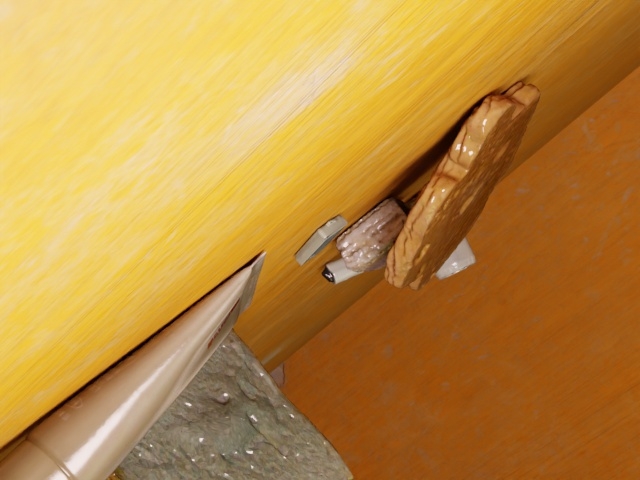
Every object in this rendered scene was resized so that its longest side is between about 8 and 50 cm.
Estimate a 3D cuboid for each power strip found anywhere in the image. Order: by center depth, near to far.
[{"bbox_3d":[0.000,0.000,1.454,0.040,0.016,0.090,-35,173,-33],"label":"power strip"}]

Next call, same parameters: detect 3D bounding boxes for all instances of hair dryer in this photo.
[{"bbox_3d":[0.111,0.020,1.903,0.236,0.131,0.073,-22,172,-20],"label":"hair dryer"}]

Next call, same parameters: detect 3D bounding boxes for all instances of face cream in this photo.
[{"bbox_3d":[-0.177,0.145,1.236,0.341,0.084,0.137,-44,168,-25],"label":"face cream"}]

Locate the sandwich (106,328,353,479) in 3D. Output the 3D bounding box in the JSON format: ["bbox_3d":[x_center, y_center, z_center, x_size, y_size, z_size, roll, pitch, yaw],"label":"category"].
[{"bbox_3d":[-0.127,0.260,1.429,0.301,0.271,0.099,-33,164,-53],"label":"sandwich"}]

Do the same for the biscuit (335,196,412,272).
[{"bbox_3d":[0.085,-0.006,1.738,0.108,0.062,0.239,-38,173,8],"label":"biscuit"}]

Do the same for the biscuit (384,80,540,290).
[{"bbox_3d":[0.166,-0.063,1.559,0.269,0.051,0.376,-49,166,-27],"label":"biscuit"}]
